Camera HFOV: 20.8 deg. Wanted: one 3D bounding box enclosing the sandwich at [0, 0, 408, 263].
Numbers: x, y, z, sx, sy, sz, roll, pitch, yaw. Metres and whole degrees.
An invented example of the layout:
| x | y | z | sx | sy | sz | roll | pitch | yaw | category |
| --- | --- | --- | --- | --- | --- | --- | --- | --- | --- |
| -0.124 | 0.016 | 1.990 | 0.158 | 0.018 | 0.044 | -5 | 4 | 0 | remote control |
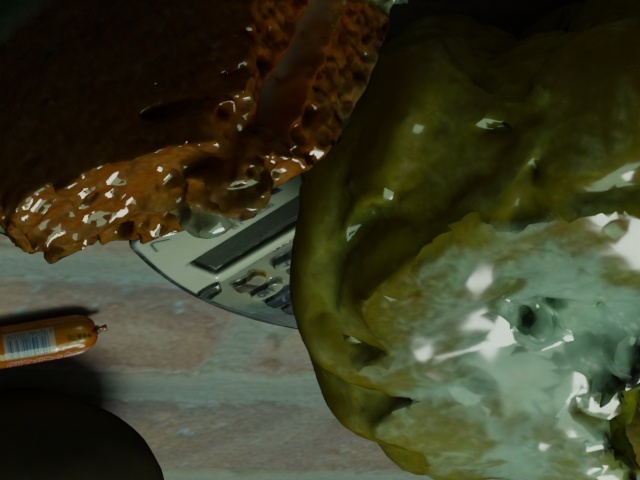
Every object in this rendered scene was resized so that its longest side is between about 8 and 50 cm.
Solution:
| x | y | z | sx | sy | sz | roll | pitch | yaw | category |
| --- | --- | --- | --- | --- | --- | --- | --- | --- | --- |
| -0.091 | -0.084 | 0.886 | 0.292 | 0.212 | 0.109 | -16 | 136 | 26 | sandwich |

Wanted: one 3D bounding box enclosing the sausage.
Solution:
| x | y | z | sx | sy | sz | roll | pitch | yaw | category |
| --- | --- | --- | --- | --- | --- | --- | --- | --- | --- |
| -0.201 | 0.071 | 1.214 | 0.107 | 0.031 | 0.031 | -8 | 147 | -12 | sausage |

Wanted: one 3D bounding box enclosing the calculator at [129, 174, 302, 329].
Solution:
| x | y | z | sx | sy | sz | roll | pitch | yaw | category |
| --- | --- | --- | --- | --- | --- | --- | --- | --- | --- |
| 0.000 | 0.000 | 1.186 | 0.177 | 0.040 | 0.268 | -30 | 146 | 21 | calculator |

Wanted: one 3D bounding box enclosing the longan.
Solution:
| x | y | z | sx | sy | sz | roll | pitch | yaw | category |
| --- | --- | --- | --- | --- | --- | --- | --- | --- | --- |
| -0.206 | 0.205 | 1.270 | 0.196 | 0.197 | 0.220 | -24 | 137 | 13 | longan |

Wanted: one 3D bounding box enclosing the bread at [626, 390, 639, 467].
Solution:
| x | y | z | sx | sy | sz | roll | pitch | yaw | category |
| --- | --- | --- | --- | --- | --- | --- | --- | --- | --- |
| 0.370 | 0.091 | 1.336 | 0.300 | 0.210 | 0.341 | -2 | 146 | -18 | bread |

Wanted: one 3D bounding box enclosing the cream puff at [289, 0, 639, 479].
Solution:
| x | y | z | sx | sy | sz | roll | pitch | yaw | category |
| --- | --- | --- | --- | --- | --- | --- | --- | --- | --- |
| 0.119 | -0.027 | 1.034 | 0.274 | 0.270 | 0.323 | 20 | 128 | -9 | cream puff |
